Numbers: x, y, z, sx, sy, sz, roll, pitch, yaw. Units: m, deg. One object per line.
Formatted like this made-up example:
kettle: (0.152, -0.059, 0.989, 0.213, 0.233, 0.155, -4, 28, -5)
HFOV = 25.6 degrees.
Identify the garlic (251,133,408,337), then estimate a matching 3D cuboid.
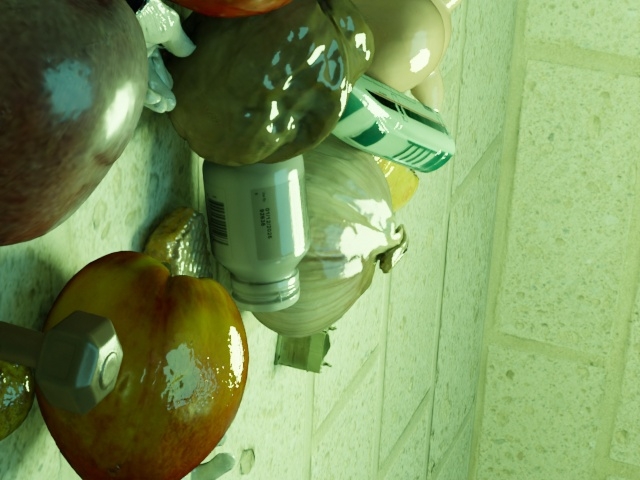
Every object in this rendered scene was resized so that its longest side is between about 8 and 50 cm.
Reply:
garlic: (-0.016, -0.001, 2.094, 0.322, 0.241, 0.322, -25, 127, -39)

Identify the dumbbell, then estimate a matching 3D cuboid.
dumbbell: (-0.296, 0.092, 1.295, 0.082, 0.230, 0.092, 26, 77, -73)

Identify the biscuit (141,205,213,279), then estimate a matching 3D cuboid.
biscuit: (-0.181, 0.122, 1.922, 0.094, 0.054, 0.379, -58, 153, -45)

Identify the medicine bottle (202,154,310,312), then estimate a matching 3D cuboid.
medicine bottle: (-0.082, -0.019, 1.877, 0.135, 0.135, 0.215, -45, 135, -58)

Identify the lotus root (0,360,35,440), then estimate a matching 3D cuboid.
lotus root: (-0.360, 0.169, 1.387, 0.108, 0.094, 0.190, 60, 39, -13)

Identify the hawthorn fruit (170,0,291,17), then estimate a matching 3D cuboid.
hawthorn fruit: (-0.097, -0.376, 1.515, 0.284, 0.284, 0.284, 13, 90, -71)

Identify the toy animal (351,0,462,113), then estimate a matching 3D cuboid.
toy animal: (0.103, -0.321, 2.175, 0.326, 0.269, 0.237, -138, -124, -64)

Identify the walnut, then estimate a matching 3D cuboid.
walnut: (-0.071, -0.215, 1.743, 0.273, 0.227, 0.273, -52, -171, 12)

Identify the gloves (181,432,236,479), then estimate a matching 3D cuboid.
gloves: (-0.201, 0.321, 1.917, 0.140, 0.131, 0.219, 14, 67, -59)

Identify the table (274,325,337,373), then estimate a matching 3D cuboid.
table: (-0.024, 0.176, 2.367, 0.062, 0.083, 0.079, -22, 121, -67)

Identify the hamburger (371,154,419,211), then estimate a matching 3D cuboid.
hamburger: (0.081, -0.119, 2.455, 0.131, 0.124, 0.262, -56, 154, -5)

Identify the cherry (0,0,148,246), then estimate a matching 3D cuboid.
cherry: (-0.278, -0.123, 1.248, 0.308, 0.221, 0.261, -64, 164, 19)

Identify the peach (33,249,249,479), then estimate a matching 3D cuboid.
peach: (-0.205, 0.154, 1.592, 0.281, 0.238, 0.281, -163, -90, -89)

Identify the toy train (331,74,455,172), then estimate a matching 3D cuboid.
toy train: (0.089, -0.167, 2.051, 0.407, 0.086, 0.088, 12, 51, -65)

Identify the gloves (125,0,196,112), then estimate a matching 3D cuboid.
gloves: (-0.201, -0.221, 1.566, 0.119, 0.097, 0.229, -32, 150, -8)
